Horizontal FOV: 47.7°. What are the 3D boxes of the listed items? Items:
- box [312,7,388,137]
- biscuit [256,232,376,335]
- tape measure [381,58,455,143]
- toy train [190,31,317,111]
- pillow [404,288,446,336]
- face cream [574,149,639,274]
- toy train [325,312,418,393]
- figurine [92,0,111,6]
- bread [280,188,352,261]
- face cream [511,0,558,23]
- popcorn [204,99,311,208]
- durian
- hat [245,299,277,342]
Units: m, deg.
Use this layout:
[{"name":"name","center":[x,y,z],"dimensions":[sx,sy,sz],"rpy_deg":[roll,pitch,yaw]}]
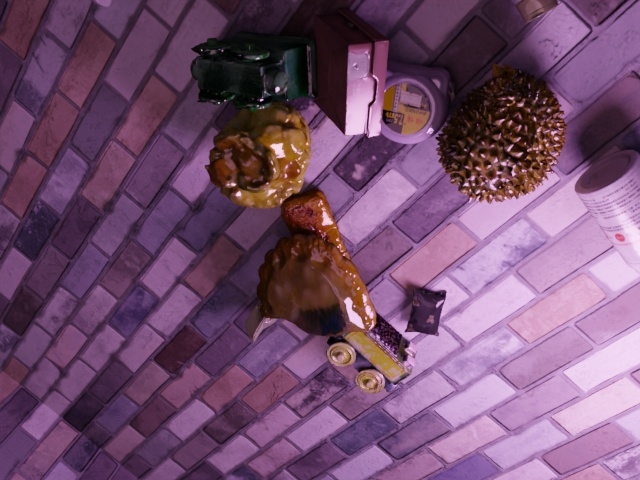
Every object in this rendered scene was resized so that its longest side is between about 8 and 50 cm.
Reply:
[{"name":"box","center":[0.056,-0.357,1.541],"dimensions":[0.086,0.215,0.215],"rpy_deg":[-10,127,-18]},{"name":"biscuit","center":[-0.033,0.147,1.900],"dimensions":[0.335,0.078,0.329],"rpy_deg":[-37,93,36]},{"name":"tape measure","center":[0.190,-0.305,1.589],"dimensions":[0.196,0.105,0.178],"rpy_deg":[17,120,12]},{"name":"toy train","center":[-0.156,-0.374,1.593],"dimensions":[0.266,0.202,0.145],"rpy_deg":[18,121,36]},{"name":"pillow","center":[0.279,0.192,1.914],"dimensions":[0.090,0.048,0.150],"rpy_deg":[17,125,16]},{"name":"face cream","center":[0.699,-0.007,1.534],"dimensions":[0.145,0.145,0.370],"rpy_deg":[-29,108,36]},{"name":"toy train","center":[0.137,0.300,2.002],"dimensions":[0.261,0.134,0.177],"rpy_deg":[43,120,-9]},{"name":"figurine","center":[-0.453,-0.604,1.583],"dimensions":[0.133,0.236,0.176],"rpy_deg":[44,127,-10]},{"name":"bread","center":[0.001,0.000,1.892],"dimensions":[0.139,0.077,0.271],"rpy_deg":[-11,114,27]},{"name":"face cream","center":[0.371,-0.531,1.383],"dimensions":[0.114,0.070,0.224],"rpy_deg":[-24,101,34]},{"name":"popcorn","center":[-0.147,-0.202,1.723],"dimensions":[0.224,0.270,0.258],"rpy_deg":[51,165,18]},{"name":"durian","center":[0.377,-0.207,1.489],"dimensions":[0.258,0.258,0.293],"rpy_deg":[33,118,0]},{"name":"hat","center":[-0.156,0.220,2.078],"dimensions":[0.081,0.122,0.166],"rpy_deg":[26,95,-24]}]
